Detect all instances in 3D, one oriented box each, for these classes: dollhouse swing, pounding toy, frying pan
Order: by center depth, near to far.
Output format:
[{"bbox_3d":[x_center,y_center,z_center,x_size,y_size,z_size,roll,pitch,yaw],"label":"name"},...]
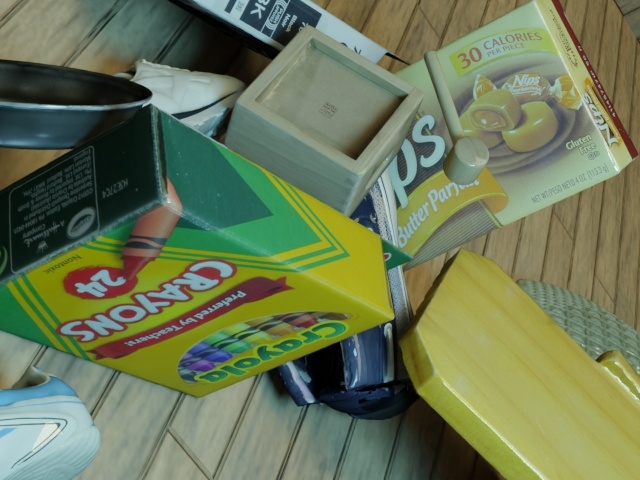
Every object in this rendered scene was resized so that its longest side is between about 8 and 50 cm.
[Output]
[{"bbox_3d":[-0.247,-0.091,0.917,0.326,0.197,0.053,-20,120,-61],"label":"frying pan"},{"bbox_3d":[0.046,-0.095,1.252,0.206,0.094,0.181,32,51,7],"label":"pounding toy"},{"bbox_3d":[0.170,0.239,1.363,0.305,0.315,0.347,30,25,4],"label":"dollhouse swing"}]

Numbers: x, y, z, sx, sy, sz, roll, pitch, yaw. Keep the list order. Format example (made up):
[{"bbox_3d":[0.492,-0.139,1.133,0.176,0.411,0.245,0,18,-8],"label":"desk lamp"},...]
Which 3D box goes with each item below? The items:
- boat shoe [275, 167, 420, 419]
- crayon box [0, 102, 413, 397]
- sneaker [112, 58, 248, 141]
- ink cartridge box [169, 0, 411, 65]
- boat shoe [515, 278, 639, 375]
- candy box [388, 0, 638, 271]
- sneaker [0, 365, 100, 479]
[{"bbox_3d":[0.000,0.000,1.286,0.158,0.127,0.340,10,59,-66],"label":"boat shoe"},{"bbox_3d":[-0.087,0.029,1.035,0.318,0.202,0.081,27,46,-48],"label":"crayon box"},{"bbox_3d":[-0.130,-0.121,1.223,0.095,0.090,0.235,43,21,6],"label":"sneaker"},{"bbox_3d":[-0.067,-0.224,1.337,0.165,0.065,0.333,29,5,40],"label":"ink cartridge box"},{"bbox_3d":[0.353,0.230,1.627,0.187,0.156,0.500,8,35,-40],"label":"boat shoe"},{"bbox_3d":[0.128,-0.091,1.382,0.183,0.316,0.087,64,29,-1],"label":"candy box"},{"bbox_3d":[-0.233,0.137,0.842,0.086,0.085,0.237,43,27,17],"label":"sneaker"}]
